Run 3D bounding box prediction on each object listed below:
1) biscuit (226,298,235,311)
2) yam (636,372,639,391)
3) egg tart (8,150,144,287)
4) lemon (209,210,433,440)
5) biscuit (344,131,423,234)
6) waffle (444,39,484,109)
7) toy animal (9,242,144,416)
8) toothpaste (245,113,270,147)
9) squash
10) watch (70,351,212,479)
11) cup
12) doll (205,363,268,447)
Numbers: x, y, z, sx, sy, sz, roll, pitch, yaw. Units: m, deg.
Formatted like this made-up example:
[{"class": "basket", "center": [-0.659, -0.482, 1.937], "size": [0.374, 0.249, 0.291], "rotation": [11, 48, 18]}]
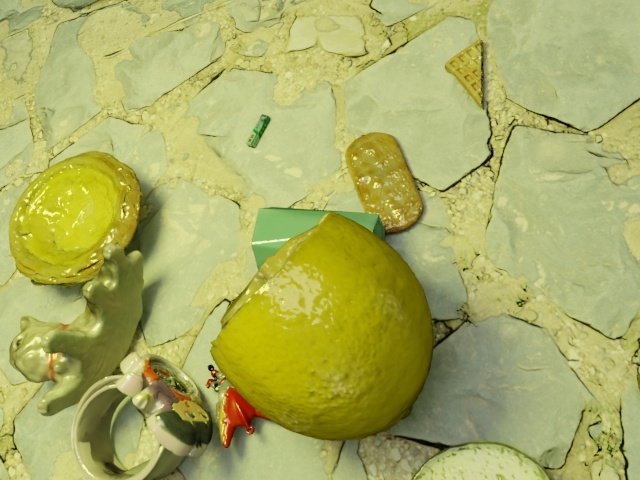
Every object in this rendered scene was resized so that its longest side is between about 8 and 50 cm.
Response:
[{"class": "biscuit", "center": [-0.109, 0.192, 1.233], "size": [0.061, 0.055, 0.219], "rotation": [-22, 55, -25]}, {"class": "yam", "center": [0.521, 0.331, 0.926], "size": [0.066, 0.066, 0.299], "rotation": [-10, 64, 16]}, {"class": "egg tart", "center": [-0.534, -0.038, 1.457], "size": [0.346, 0.132, 0.345], "rotation": [-9, 63, 18]}, {"class": "lemon", "center": [0.028, 0.158, 1.044], "size": [0.365, 0.364, 0.364], "rotation": [-8, 63, 17]}, {"class": "biscuit", "center": [0.127, -0.123, 1.309], "size": [0.119, 0.029, 0.247], "rotation": [-23, 60, 8]}, {"class": "waffle", "center": [0.334, -0.348, 1.342], "size": [0.098, 0.023, 0.152], "rotation": [-32, 57, 5]}, {"class": "toy animal", "center": [-0.491, 0.152, 1.297], "size": [0.188, 0.266, 0.307], "rotation": [9, 102, 36]}, {"class": "toothpaste", "center": [-0.143, -0.252, 1.480], "size": [0.020, 0.017, 0.083], "rotation": [19, 73, 27]}, {"class": "squash", "center": [0.249, 0.437, 0.983], "size": [0.252, 0.049, 0.251], "rotation": [-8, 64, 17]}, {"class": "watch", "center": [-0.334, 0.351, 1.171], "size": [0.231, 0.196, 0.244], "rotation": [-47, 65, 1]}, {"class": "cup", "center": [0.000, 0.000, 1.238], "size": [0.236, 0.148, 0.134], "rotation": [0, 98, 21]}, {"class": "doll", "center": [-0.161, 0.296, 1.205], "size": [0.109, 0.057, 0.169], "rotation": [-26, 44, -12]}]
